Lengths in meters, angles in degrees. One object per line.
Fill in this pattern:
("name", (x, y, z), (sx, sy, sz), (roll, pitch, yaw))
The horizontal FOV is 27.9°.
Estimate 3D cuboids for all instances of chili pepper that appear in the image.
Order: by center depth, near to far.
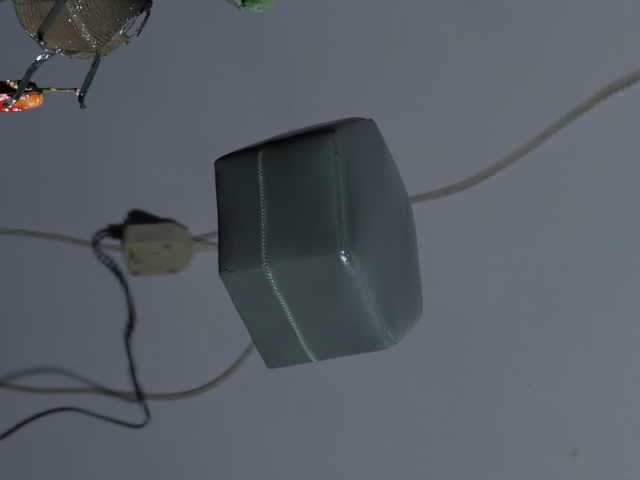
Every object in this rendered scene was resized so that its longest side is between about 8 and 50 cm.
("chili pepper", (-0.468, -0.198, 1.801), (0.059, 0.268, 0.050), (51, 140, 42))

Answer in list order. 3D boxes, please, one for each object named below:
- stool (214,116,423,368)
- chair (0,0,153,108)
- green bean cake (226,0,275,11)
("stool", (0.000, 0.000, 1.187), (0.141, 0.232, 0.232), (-11, 88, 19))
("chair", (-0.321, -0.278, 1.631), (0.149, 0.174, 0.213), (12, 55, 35))
("green bean cake", (-0.025, -0.216, 0.417), (0.132, 0.241, 0.255), (46, 107, 21))
